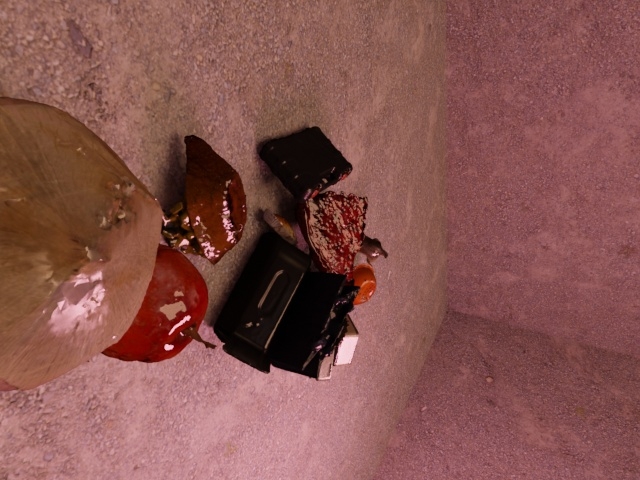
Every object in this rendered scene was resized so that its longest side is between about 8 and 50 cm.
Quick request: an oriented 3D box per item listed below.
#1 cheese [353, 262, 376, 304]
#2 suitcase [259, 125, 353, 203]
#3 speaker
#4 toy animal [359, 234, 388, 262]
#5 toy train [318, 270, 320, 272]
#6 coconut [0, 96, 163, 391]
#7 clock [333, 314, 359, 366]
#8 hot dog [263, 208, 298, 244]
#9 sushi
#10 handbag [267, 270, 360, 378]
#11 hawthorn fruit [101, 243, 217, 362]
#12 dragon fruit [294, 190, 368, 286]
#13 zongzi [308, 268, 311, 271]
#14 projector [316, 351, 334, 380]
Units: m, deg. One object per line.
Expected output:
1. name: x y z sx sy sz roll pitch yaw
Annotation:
1. cheese: 0.122 0.180 1.737 0.329 0.129 0.217 17 104 -46
2. suitcase: -0.036 -0.243 1.289 0.066 0.206 0.285 -44 176 40
3. speaker: -0.145 0.162 1.179 0.180 0.184 0.389 33 65 -17
4. toy animal: 0.154 0.014 1.718 0.121 0.233 0.168 -66 -170 -1
5. toy train: 0.058 0.170 1.559 0.089 0.127 0.220 -20 122 -6
6. coconut: -0.406 0.004 0.562 0.404 0.404 0.405 -28 123 -53
7. clock: 0.061 0.325 1.474 0.071 0.192 0.147 3 117 -20
8. hot dog: -0.119 -0.040 1.301 0.053 0.099 0.192 -43 149 -2
9. sushi: -0.270 -0.078 0.989 0.297 0.179 0.167 92 4 -46
10. handbag: -0.046 0.249 1.276 0.122 0.329 0.304 41 63 -30
11. hawthorn fruit: -0.317 0.142 0.834 0.242 0.271 0.242 24 90 -83
12. dragon fruit: -0.007 -0.001 1.420 0.285 0.227 0.330 -1 94 -39
13. zongzi: -0.089 0.105 1.455 0.113 0.052 0.104 -45 130 -25
14. projector: -0.020 0.322 1.474 0.079 0.259 0.258 4 98 -18
